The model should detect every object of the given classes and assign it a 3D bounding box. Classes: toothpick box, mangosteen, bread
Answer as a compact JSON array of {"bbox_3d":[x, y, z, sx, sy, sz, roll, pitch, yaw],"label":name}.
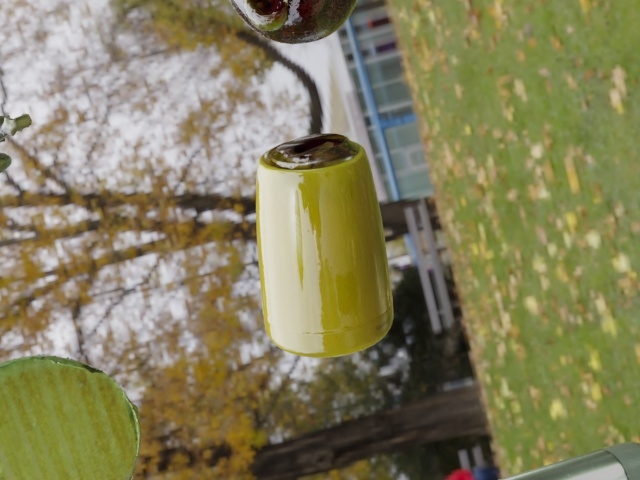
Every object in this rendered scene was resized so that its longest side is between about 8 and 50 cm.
[{"bbox_3d":[0.000,0.000,1.514,0.175,0.175,0.271,-81,-14,-67],"label":"toothpick box"},{"bbox_3d":[-0.045,-0.400,1.687,0.216,0.216,0.216,-14,-90,-81],"label":"mangosteen"},{"bbox_3d":[-0.307,0.234,1.132,0.045,0.301,0.301,35,158,41],"label":"bread"}]

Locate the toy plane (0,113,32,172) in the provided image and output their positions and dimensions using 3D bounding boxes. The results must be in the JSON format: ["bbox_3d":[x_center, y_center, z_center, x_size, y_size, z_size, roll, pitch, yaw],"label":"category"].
[{"bbox_3d":[-0.280,-0.058,0.830,0.262,0.192,0.088,-81,-31,-73],"label":"toy plane"}]

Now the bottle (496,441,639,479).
[{"bbox_3d":[0.263,0.284,1.250,0.079,0.254,0.096,-132,36,-52],"label":"bottle"}]
